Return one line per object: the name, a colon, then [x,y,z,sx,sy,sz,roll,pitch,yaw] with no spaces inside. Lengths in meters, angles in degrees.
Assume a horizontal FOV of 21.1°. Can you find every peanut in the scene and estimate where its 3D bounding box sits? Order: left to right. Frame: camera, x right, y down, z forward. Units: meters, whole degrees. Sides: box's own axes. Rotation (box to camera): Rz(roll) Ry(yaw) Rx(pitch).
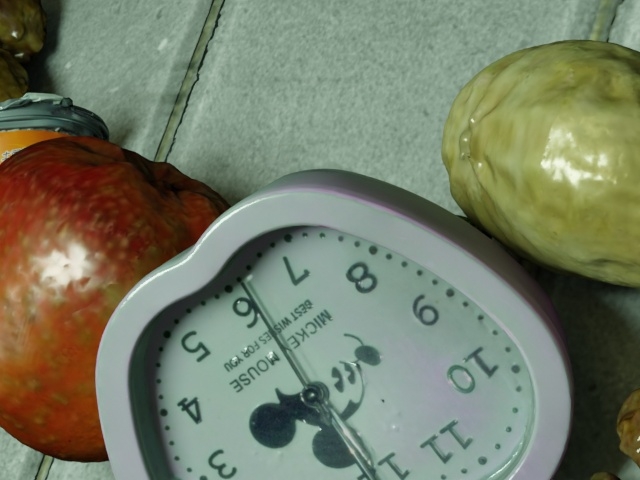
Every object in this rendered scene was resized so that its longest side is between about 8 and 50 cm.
peanut: [0.239,-0.043,1.185,0.387,0.192,0.169,18,90,44]

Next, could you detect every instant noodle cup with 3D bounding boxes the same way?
instant noodle cup: [-0.283,-0.041,1.626,0.178,0.208,0.125,-5,71,-10]

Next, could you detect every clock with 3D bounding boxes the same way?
clock: [0.013,0.118,1.235,0.338,0.338,0.102,-38,4,15]

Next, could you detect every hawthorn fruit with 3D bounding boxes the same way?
hawthorn fruit: [-0.194,0.052,1.428,0.300,0.275,0.275,-41,47,10]

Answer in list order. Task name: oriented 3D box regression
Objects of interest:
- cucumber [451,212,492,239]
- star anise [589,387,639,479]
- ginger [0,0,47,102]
cucumber: [0.088,0.074,1.337,0.058,0.058,0.187,2,69,39]
star anise: [0.247,0.168,1.128,0.196,0.111,0.212,1,59,31]
ginger: [-0.468,-0.185,1.842,0.418,0.176,0.254,-14,54,27]
